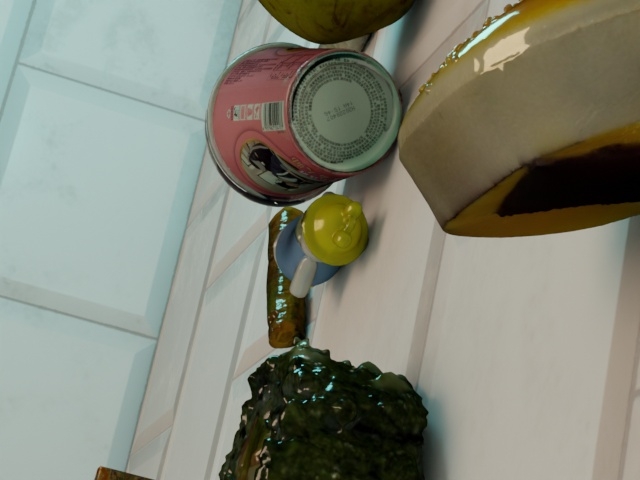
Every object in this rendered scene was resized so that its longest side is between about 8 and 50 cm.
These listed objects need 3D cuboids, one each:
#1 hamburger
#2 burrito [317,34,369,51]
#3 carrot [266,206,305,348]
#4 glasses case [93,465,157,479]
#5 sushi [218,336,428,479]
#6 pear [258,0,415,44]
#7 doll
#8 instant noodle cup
[{"bbox_3d":[0.178,-0.099,1.094,0.295,0.227,0.151,145,116,-66],"label":"hamburger"},{"bbox_3d":[0.039,-0.313,2.342,0.275,0.059,0.082,123,152,-52],"label":"burrito"},{"bbox_3d":[-0.048,0.053,2.226,0.260,0.070,0.070,-89,20,-47],"label":"carrot"},{"bbox_3d":[-0.228,0.394,2.206,0.049,0.218,0.075,134,150,-66],"label":"glasses case"},{"bbox_3d":[-0.010,0.256,1.537,0.352,0.178,0.294,-162,91,-81],"label":"sushi"},{"bbox_3d":[0.026,-0.405,2.062,0.283,0.284,0.283,-163,90,-78],"label":"pear"},{"bbox_3d":[0.001,0.001,2.007,0.135,0.098,0.241,-37,1,-20],"label":"doll"},{"bbox_3d":[-0.011,-0.164,2.048,0.255,0.244,0.244,2,75,68],"label":"instant noodle cup"}]
